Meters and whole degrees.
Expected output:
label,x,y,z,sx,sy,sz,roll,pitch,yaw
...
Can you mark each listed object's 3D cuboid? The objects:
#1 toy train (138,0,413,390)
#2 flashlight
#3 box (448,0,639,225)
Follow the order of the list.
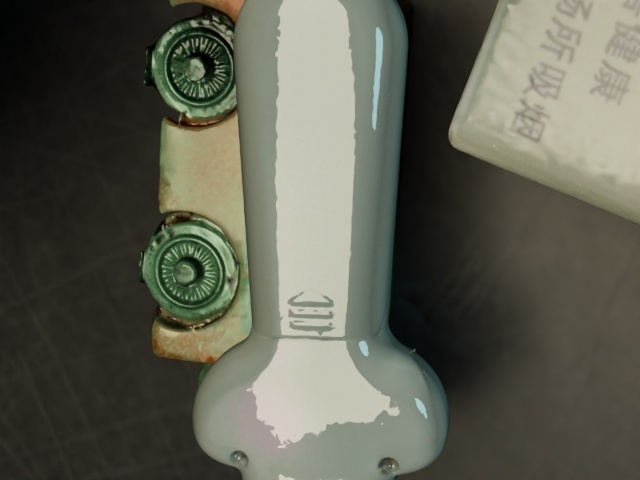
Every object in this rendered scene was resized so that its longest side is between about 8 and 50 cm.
label,x,y,z,sx,sy,sz,roll,pitch,yaw
toy train,-0.017,-0.027,0.560,0.099,0.072,0.188,5,100,12
flashlight,0.000,0.000,0.499,0.093,0.047,0.200,1,96,10
box,0.193,-0.061,0.477,0.259,0.071,0.168,24,105,16
